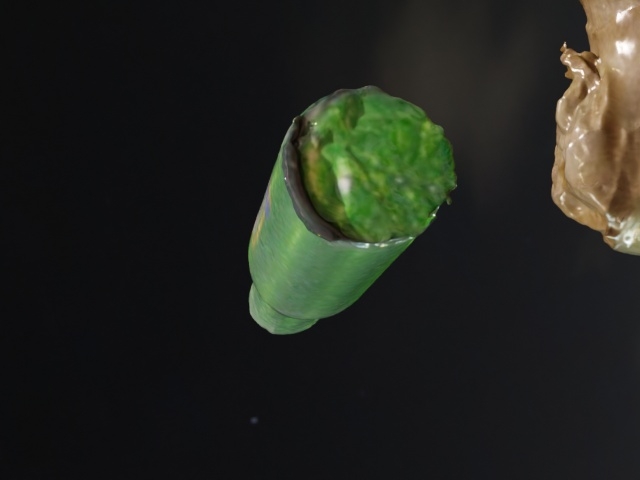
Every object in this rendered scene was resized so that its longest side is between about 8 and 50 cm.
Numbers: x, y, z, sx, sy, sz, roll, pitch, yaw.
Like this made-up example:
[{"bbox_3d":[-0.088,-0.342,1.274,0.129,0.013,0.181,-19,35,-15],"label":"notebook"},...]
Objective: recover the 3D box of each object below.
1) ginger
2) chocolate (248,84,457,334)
[{"bbox_3d":[0.174,-0.098,0.754,0.137,0.074,0.213,-6,-91,-24],"label":"ginger"},{"bbox_3d":[0.000,0.000,1.005,0.291,0.110,0.110,122,147,-68],"label":"chocolate"}]
